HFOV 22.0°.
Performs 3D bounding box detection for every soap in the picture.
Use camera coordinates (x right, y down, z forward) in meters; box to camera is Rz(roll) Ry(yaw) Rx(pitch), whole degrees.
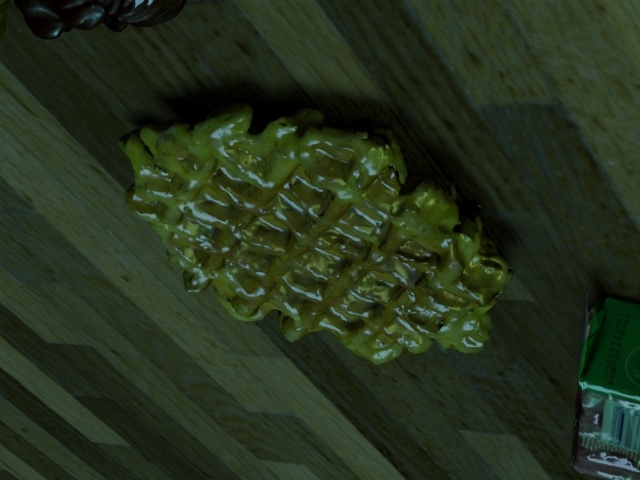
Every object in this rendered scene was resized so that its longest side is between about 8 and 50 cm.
[{"bbox_3d":[0.322,0.141,1.255,0.273,0.098,0.218,13,153,14],"label":"soap"}]

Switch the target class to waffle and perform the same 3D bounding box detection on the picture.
[{"bbox_3d":[0.000,0.000,1.256,0.302,0.068,0.325,4,151,31],"label":"waffle"}]

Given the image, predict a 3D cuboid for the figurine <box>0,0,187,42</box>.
[{"bbox_3d":[-0.191,-0.178,1.000,0.315,0.168,0.187,-13,128,35],"label":"figurine"}]
